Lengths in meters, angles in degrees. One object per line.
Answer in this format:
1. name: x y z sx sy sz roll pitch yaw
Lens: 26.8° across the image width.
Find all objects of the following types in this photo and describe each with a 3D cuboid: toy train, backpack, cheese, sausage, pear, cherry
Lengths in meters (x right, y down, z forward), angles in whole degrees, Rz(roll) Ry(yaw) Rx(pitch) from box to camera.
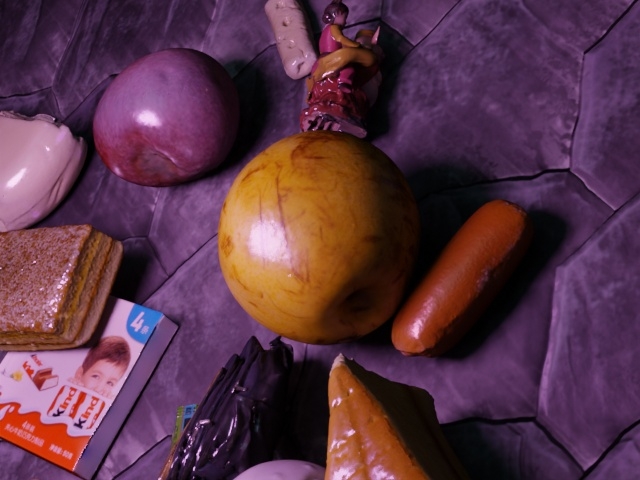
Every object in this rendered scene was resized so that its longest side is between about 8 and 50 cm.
1. toy train: -0.178 0.322 1.791 0.042 0.044 0.209 -14 53 26
2. backpack: -0.107 0.234 1.722 0.206 0.133 0.258 -52 14 56
3. cheese: -0.044 -0.335 2.163 0.065 0.043 0.194 -28 45 11
4. sausage: 0.180 0.052 1.692 0.238 0.098 0.098 -50 45 -7
5. cheese: -0.526 -0.139 2.315 0.266 0.127 0.233 19 70 40
6. pear: 0.000 0.000 1.742 0.281 0.281 0.280 -19 51 25
7. cherry: -0.238 -0.204 2.093 0.239 0.206 0.239 -24 52 36

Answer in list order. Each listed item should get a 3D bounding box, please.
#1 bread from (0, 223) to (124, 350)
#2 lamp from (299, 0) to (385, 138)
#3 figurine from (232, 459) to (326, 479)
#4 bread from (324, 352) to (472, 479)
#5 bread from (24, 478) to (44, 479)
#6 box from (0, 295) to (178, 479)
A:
1. bread: -0.424 0.074 2.039 0.234 0.110 0.184 -2 60 36
2. lamp: 0.039 -0.253 2.001 0.118 0.118 0.253 -10 51 31
3. figurine: -0.130 0.395 1.581 0.394 0.274 0.226 -44 12 28
4. bread: 0.070 0.327 1.484 0.245 0.233 0.361 -41 41 7
5. bread: -0.402 0.440 1.816 0.230 0.123 0.230 -19 46 21
6. box: -0.375 0.200 2.017 0.273 0.048 0.265 13 67 41
